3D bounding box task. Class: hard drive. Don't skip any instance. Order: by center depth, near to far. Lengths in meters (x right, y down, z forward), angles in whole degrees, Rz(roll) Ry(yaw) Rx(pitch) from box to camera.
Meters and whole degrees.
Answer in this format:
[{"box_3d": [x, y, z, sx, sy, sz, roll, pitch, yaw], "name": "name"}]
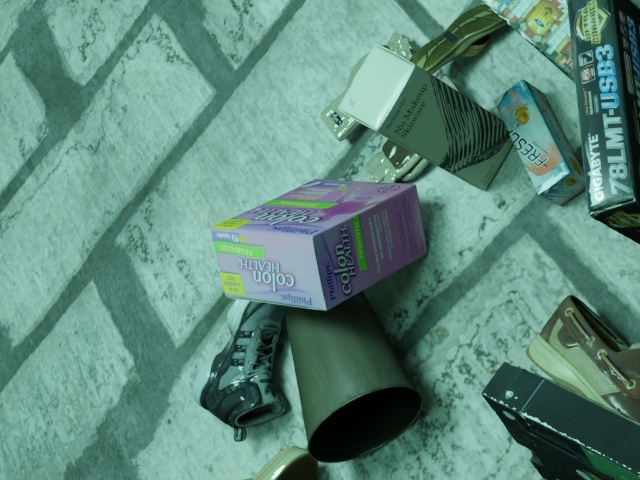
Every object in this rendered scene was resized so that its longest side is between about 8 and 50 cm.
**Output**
[{"box_3d": [0.374, 0.282, 1.598, 0.339, 0.237, 0.064, 25, 71, 45], "name": "hard drive"}]

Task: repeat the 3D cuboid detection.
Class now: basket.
[{"box_3d": [0.034, 0.186, 1.995, 0.204, 0.154, 0.227, -48, 45, 32], "name": "basket"}]

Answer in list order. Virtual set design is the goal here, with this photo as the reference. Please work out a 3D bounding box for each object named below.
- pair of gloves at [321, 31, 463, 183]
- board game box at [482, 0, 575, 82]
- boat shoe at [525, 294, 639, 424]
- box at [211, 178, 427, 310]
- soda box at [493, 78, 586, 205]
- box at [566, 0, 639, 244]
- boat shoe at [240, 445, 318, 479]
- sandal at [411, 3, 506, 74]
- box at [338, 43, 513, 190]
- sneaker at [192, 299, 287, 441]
[{"box_3d": [0.120, -0.207, 2.126, 0.204, 0.042, 0.240, -53, 48, 16], "name": "pair of gloves"}, {"box_3d": [0.346, -0.340, 1.925, 0.259, 0.030, 0.136, 46, 106, 21], "name": "board game box"}, {"box_3d": [0.409, 0.179, 1.686, 0.342, 0.123, 0.123, 40, 104, 48], "name": "boat shoe"}, {"box_3d": [0.000, 0.000, 2.008, 0.213, 0.243, 0.117, 6, 114, 43], "name": "box"}, {"box_3d": [0.318, -0.141, 1.912, 0.058, 0.063, 0.183, -38, 54, 25], "name": "soda box"}, {"box_3d": [0.418, -0.133, 1.663, 0.073, 0.293, 0.295, -19, 64, 36], "name": "box"}, {"box_3d": [-0.119, 0.421, 2.076, 0.302, 0.109, 0.098, -55, 49, 20], "name": "boat shoe"}, {"box_3d": [0.224, -0.307, 2.058, 0.180, 0.049, 0.072, -36, 39, 4], "name": "sandal"}, {"box_3d": [0.160, -0.174, 1.916, 0.094, 0.275, 0.113, 36, 100, 43], "name": "box"}, {"box_3d": [-0.096, 0.196, 2.140, 0.153, 0.101, 0.268, 45, 112, 40], "name": "sneaker"}]
